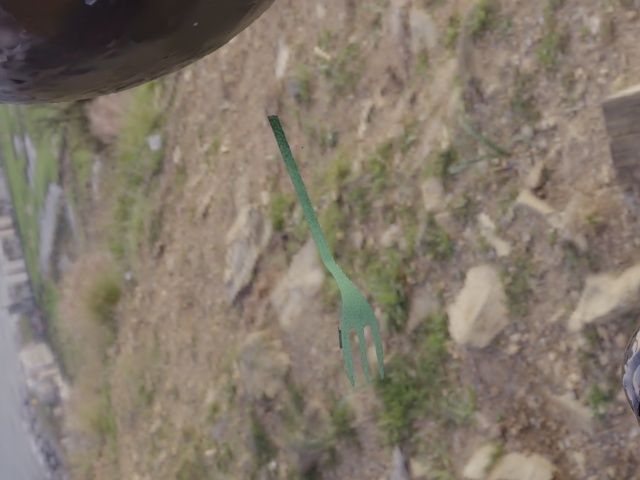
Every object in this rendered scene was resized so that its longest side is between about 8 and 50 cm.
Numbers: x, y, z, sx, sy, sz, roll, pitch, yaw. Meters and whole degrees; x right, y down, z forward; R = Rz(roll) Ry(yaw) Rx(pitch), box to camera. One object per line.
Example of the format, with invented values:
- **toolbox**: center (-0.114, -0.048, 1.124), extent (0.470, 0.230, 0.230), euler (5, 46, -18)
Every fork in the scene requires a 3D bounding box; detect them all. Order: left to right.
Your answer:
- **fork**: center (0.001, -0.001, 0.878), extent (0.021, 0.039, 0.235), euler (-39, 66, 49)

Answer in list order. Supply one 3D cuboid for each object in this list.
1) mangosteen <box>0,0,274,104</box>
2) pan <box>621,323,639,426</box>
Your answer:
- **mangosteen**: center (-0.098, -0.189, 0.409), extent (0.300, 0.300, 0.300), euler (35, 131, 53)
- **pan**: center (0.219, 0.035, 0.444), extent (0.115, 0.212, 0.040), euler (102, 161, -48)
